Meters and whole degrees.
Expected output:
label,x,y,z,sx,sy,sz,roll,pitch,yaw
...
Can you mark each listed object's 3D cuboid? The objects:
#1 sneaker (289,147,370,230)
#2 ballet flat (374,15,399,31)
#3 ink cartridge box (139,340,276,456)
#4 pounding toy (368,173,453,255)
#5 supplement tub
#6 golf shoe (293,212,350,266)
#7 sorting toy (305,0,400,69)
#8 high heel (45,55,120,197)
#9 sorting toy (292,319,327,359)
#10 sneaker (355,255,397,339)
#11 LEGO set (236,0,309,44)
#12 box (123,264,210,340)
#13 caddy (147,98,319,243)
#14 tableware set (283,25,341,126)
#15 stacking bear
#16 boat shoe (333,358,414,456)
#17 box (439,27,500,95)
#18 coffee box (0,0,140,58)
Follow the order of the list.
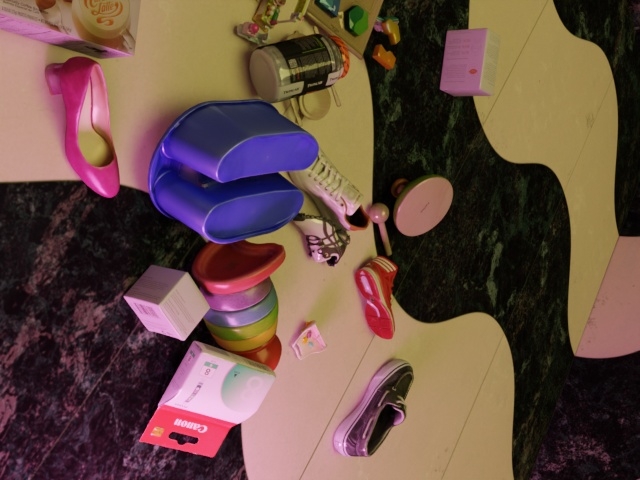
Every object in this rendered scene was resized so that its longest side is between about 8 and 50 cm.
label,x,y,z,sx,sy,sz,roll,pitch,yaw
sneaker,0.031,-0.129,1.732,0.290,0.123,0.106,52,58,-40
ballet flat,0.153,-0.536,1.887,0.114,0.041,0.041,-12,105,-49
ink cartridge box,-0.215,0.320,1.464,0.181,0.056,0.225,26,95,-36
pounding toy,0.225,-0.101,2.017,0.236,0.110,0.183,-34,138,-9
supplement tub,-0.041,-0.359,1.573,0.190,0.117,0.117,-21,113,-29
golf shoe,0.000,0.000,1.749,0.198,0.077,0.094,31,72,-48
sorting toy,0.096,-0.544,1.771,0.307,0.041,0.229,29,73,-39
high heel,-0.359,-0.178,1.237,0.082,0.117,0.244,-35,121,-43
sorting toy,-0.033,0.236,1.777,0.075,0.044,0.083,-44,129,-29
sneaker,0.174,0.141,1.983,0.128,0.087,0.221,-41,127,-39
LEGO set,-0.084,-0.536,1.532,0.132,0.107,0.287,2,94,-52
box,-0.280,0.113,1.396,0.087,0.101,0.102,-54,135,-31
caddy,-0.166,-0.140,1.444,0.341,0.179,0.241,-15,129,-50
tableware set,-0.038,-0.357,1.672,0.128,0.039,0.194,-31,115,-27
stacking bear,-0.151,0.156,1.531,0.164,0.175,0.289,-43,134,-42
boat shoe,0.173,0.449,2.002,0.335,0.119,0.121,-47,130,-36
box,0.423,-0.501,2.154,0.091,0.130,0.171,7,91,-52
coffee box,-0.403,-0.378,1.164,0.246,0.098,0.141,7,90,-52
